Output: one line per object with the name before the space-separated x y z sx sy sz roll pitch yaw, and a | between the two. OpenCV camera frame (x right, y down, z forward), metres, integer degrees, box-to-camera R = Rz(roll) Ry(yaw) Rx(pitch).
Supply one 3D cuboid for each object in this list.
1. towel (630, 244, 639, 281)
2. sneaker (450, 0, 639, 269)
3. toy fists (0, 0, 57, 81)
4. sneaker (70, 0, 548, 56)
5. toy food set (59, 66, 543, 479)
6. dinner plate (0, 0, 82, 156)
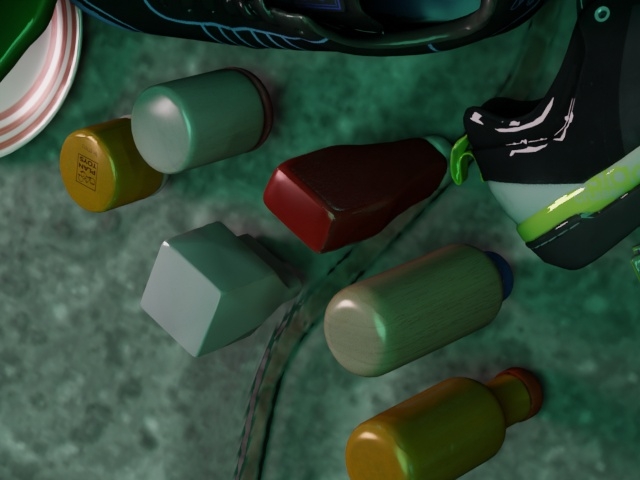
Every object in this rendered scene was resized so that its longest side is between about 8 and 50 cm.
towel | 0.174 0.033 0.817 0.060 0.009 0.083 -21 96 23
sneaker | 0.145 -0.083 0.759 0.234 0.084 0.097 -41 86 23
toy fists | -0.139 -0.190 0.809 0.142 0.096 0.279 43 106 22
sneaker | -0.017 -0.120 0.800 0.232 0.090 0.081 1 103 17
toy food set | 0.000 0.000 0.843 0.232 0.104 0.111 41 128 25
dinner plate | -0.174 -0.106 0.902 0.141 0.017 0.141 5 106 19
